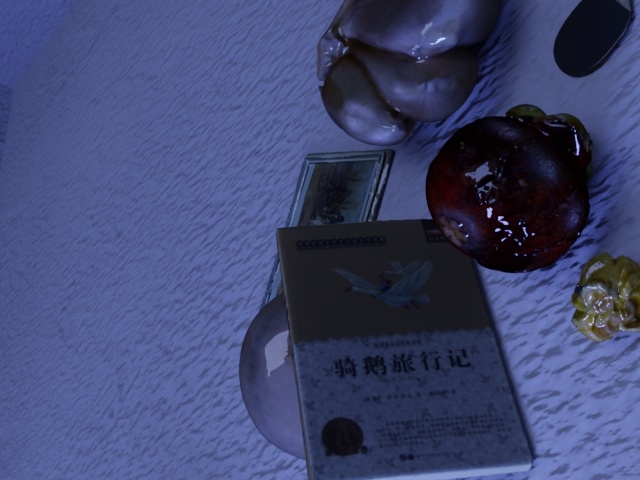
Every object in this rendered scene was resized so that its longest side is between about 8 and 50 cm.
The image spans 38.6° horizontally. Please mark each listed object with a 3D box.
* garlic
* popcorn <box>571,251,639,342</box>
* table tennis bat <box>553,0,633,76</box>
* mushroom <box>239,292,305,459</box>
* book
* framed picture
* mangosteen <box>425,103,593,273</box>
[{"bbox_3d":[0.114,-0.249,1.141,0.278,0.132,0.325,-65,31,8],"label":"garlic"},{"bbox_3d":[0.253,0.050,0.825,0.084,0.084,0.084,-31,48,44],"label":"popcorn"},{"bbox_3d":[0.306,-0.244,0.969,0.156,0.013,0.087,-53,36,25],"label":"table tennis bat"},{"bbox_3d":[0.008,0.150,1.057,0.204,0.204,0.204,-31,48,44],"label":"mushroom"},{"bbox_3d":[0.076,0.104,0.951,0.021,0.217,0.310,97,167,-51],"label":"book"},{"bbox_3d":[0.000,0.000,1.278,0.217,0.017,0.274,3,75,55],"label":"framed picture"},{"bbox_3d":[0.197,-0.060,0.909,0.180,0.166,0.166,-48,31,-12],"label":"mangosteen"}]
